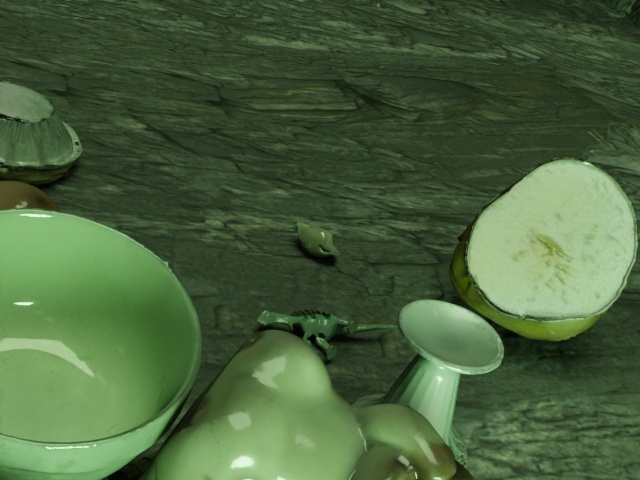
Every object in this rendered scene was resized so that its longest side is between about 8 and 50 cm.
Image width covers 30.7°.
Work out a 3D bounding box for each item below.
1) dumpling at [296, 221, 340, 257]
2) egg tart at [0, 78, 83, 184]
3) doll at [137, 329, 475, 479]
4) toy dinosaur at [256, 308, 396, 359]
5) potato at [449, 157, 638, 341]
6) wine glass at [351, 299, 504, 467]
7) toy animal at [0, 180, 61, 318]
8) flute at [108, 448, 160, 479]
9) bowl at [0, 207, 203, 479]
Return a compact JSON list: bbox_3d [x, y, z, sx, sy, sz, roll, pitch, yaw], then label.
[{"bbox_3d":[0.000,0.002,1.755,0.077,0.043,0.059,15,8,26],"label":"dumpling"},{"bbox_3d":[-0.463,-0.170,1.720,0.234,0.094,0.234,14,27,-8],"label":"egg tart"},{"bbox_3d":[0.002,0.243,1.148,0.370,0.226,0.215,24,31,8],"label":"doll"},{"bbox_3d":[0.005,0.112,1.573,0.106,0.044,0.187,22,26,39],"label":"toy dinosaur"},{"bbox_3d":[0.327,0.041,1.751,0.299,0.196,0.246,-39,73,-26],"label":"potato"},{"bbox_3d":[0.117,0.182,1.358,0.164,0.197,0.165,12,30,-7],"label":"wine glass"},{"bbox_3d":[-0.382,0.020,1.391,0.165,0.149,0.248,23,24,-8],"label":"toy animal"},{"bbox_3d":[-0.147,0.222,1.303,0.027,0.027,0.233,33,32,23],"label":"flute"},{"bbox_3d":[-0.285,0.124,1.164,0.307,0.163,0.307,16,38,-13],"label":"bowl"}]
